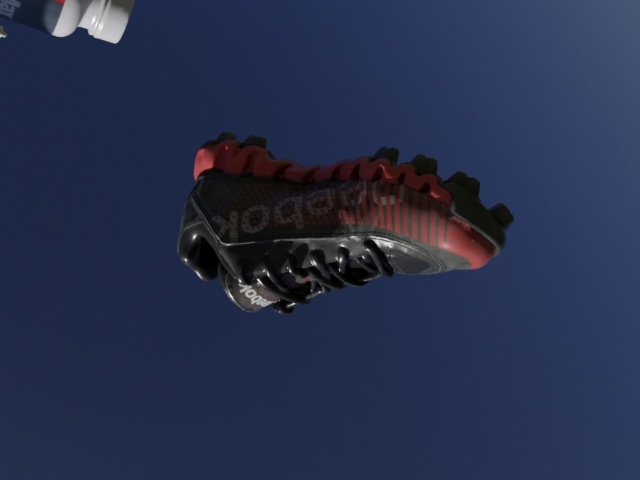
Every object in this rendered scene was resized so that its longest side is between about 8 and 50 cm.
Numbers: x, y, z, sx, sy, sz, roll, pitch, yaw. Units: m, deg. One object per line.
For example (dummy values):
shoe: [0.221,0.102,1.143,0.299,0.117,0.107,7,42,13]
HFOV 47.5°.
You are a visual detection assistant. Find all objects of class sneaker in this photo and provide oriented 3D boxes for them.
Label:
sneaker: [0.000,0.000,0.542,0.097,0.276,0.135,49,-122,-51]

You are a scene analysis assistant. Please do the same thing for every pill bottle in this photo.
pill bottle: [-0.279,-0.264,0.716,0.180,0.108,0.108,13,-125,-28]

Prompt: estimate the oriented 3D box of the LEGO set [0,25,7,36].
LEGO set: [-0.605,-0.415,1.349,0.107,0.287,0.132,15,-162,-37]
